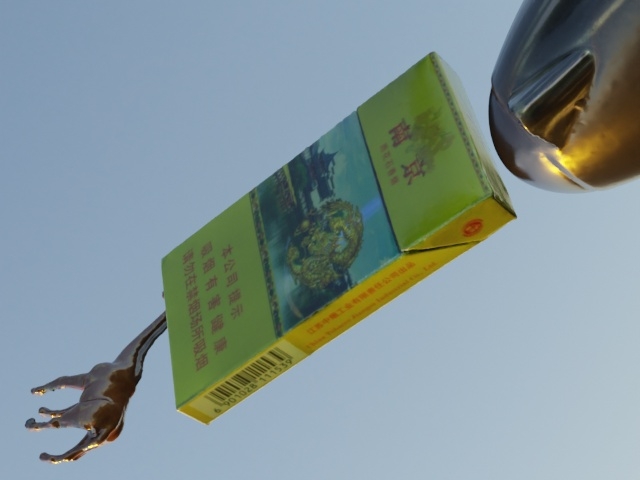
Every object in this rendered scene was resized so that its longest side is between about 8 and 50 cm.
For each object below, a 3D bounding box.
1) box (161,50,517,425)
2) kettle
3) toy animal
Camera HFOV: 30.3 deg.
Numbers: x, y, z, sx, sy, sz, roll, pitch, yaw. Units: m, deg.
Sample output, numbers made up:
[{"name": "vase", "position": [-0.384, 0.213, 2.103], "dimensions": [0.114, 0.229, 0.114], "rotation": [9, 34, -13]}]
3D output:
[{"name": "box", "position": [0.000, 0.000, 1.019], "dimensions": [0.335, 0.187, 0.047], "rotation": [-35, -49, 21]}, {"name": "kettle", "position": [0.233, -0.154, 0.871], "dimensions": [0.271, 0.207, 0.251], "rotation": [-46, 18, 21]}, {"name": "toy animal", "position": [-0.266, 0.170, 1.530], "dimensions": [0.224, 0.229, 0.066], "rotation": [-102, -15, -50]}]
